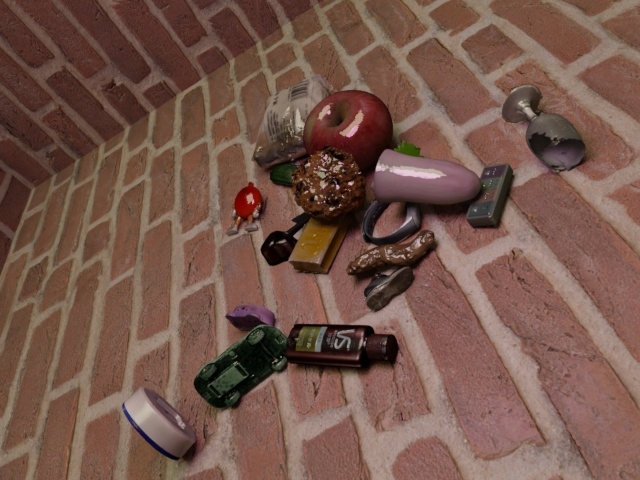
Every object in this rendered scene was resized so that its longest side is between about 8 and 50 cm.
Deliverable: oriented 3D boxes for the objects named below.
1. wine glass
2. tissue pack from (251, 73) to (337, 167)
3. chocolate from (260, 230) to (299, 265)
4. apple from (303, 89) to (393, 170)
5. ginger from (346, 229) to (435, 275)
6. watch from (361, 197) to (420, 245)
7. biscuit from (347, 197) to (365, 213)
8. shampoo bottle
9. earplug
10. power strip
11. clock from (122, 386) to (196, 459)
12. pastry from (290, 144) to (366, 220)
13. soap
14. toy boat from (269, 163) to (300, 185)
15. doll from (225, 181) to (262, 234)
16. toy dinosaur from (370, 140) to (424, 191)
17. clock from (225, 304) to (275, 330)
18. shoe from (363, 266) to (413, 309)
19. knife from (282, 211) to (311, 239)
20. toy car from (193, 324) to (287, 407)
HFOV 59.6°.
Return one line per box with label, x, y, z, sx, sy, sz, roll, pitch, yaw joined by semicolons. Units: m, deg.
wine glass;0.666;-0.341;1.679;0.144;0.143;0.321;-29;40;12
tissue pack;-0.106;-0.509;2.387;0.390;0.195;0.375;-12;52;28
chocolate;-0.145;0.009;2.004;0.149;0.080;0.125;-21;43;22
apple;0.108;-0.385;2.061;0.345;0.269;0.344;-14;60;26
ginger;0.214;0.047;1.701;0.290;0.084;0.122;-20;0;17
watch;0.227;-0.078;1.817;0.193;0.068;0.206;-17;46;23
biscuit;0.120;-0.134;1.988;0.082;0.018;0.083;-13;46;27
shampoo bottle;0.056;0.295;1.571;0.323;0.084;0.129;-3;53;35
earplug;0.331;-0.178;1.692;0.302;0.172;0.172;11;58;27
power strip;0.487;-0.132;1.685;0.145;0.061;0.215;-3;50;44
clock;-0.466;0.528;1.626;0.083;0.230;0.230;-43;39;-11
pastry;0.034;-0.183;1.882;0.275;0.193;0.274;-4;80;25
soap;0.000;0.000;1.906;0.140;0.073;0.232;5;54;35
toy boat;-0.138;-0.272;2.293;0.210;0.052;0.104;15;64;46
doll;-0.301;-0.131;2.261;0.183;0.085;0.217;-9;65;34
toy dinosaur;0.279;-0.233;1.911;0.194;0.152;0.177;-43;0;-20
clock;-0.228;0.246;1.812;0.153;0.110;0.050;-6;52;32
shoe;0.190;0.124;1.650;0.169;0.071;0.099;-39;33;0
knife;-0.066;-0.076;2.016;0.060;0.028;0.230;22;43;29
toy car;-0.235;0.367;1.690;0.306;0.136;0.125;-38;18;-2
